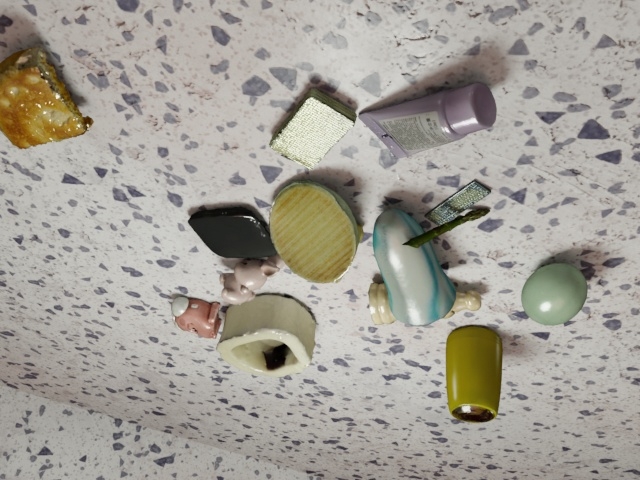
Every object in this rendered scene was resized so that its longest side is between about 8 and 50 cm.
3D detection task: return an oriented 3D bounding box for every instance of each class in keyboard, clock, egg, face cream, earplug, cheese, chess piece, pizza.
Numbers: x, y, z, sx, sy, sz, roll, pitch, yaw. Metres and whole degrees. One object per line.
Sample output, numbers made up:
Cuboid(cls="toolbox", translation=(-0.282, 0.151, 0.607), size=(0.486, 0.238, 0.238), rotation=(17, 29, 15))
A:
Cuboid(cls="keyboard", translation=(0.327, -0.087, 1.539), size=(0.055, 0.014, 0.176), rotation=(30, 139, -19))
Cuboid(cls="clock", translation=(-0.421, 0.263, 2.140), size=(0.162, 0.093, 0.166), rotation=(12, 145, 4))
Cuboid(cls="egg", translation=(0.602, 0.138, 1.650), size=(0.149, 0.149, 0.192), rotation=(15, 141, -5))
Cuboid(cls="face cream", translation=(0.220, -0.240, 1.311), size=(0.273, 0.096, 0.154), rotation=(-9, 143, 45))
Cuboid(cls="earplug", translation=(0.223, 0.050, 1.629), size=(0.185, 0.185, 0.324), rotation=(-6, 135, 22))
Cuboid(cls="cheese", translation=(-0.162, 0.316, 2.091), size=(0.332, 0.153, 0.292), rotation=(-24, 131, 40))
Cuboid(cls="chess piece", translation=(0.300, 0.173, 1.823), size=(0.307, 0.124, 0.139), rotation=(-5, 109, 15))
Cuboid(cls="pizza", translation=(-0.624, -0.302, 1.440), size=(0.226, 0.086, 0.335), rotation=(20, 145, -19))

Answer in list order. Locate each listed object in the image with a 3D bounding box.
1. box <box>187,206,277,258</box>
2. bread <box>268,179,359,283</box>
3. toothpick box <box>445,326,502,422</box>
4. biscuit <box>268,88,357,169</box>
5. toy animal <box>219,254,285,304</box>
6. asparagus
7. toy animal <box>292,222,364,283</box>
Cuboid(cls="box", translation=(-0.237, -0.016, 1.757), size=(0.212, 0.042, 0.201), rotation=(-6, 141, 23))
Cuboid(cls="bread", translation=(-0.017, -0.022, 1.583), size=(0.266, 0.040, 0.267), rotation=(13, 114, 30))
Cuboid(cls="toothpick box", translation=(0.467, 0.417, 1.956), size=(0.174, 0.271, 0.175), rotation=(7, 144, 5))
Cuboid(cls="biscuit", translation=(-0.020, -0.240, 1.402), size=(0.121, 0.041, 0.199), rotation=(25, 143, -21))
Cuboid(cls="toy animal", translation=(-0.197, 0.091, 1.849), size=(0.124, 0.124, 0.212), rotation=(34, 117, -28))
Cuboid(cls="asparagus", translation=(0.298, -0.029, 1.530), size=(0.236, 0.034, 0.027), rotation=(-24, 110, -10))
Cuboid(cls="toy animal", translation=(0.012, 0.012, 1.674), size=(0.233, 0.121, 0.169), rotation=(2, 127, 28))
